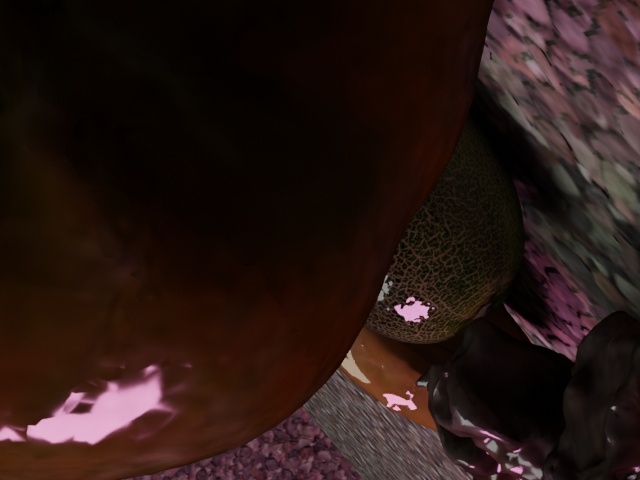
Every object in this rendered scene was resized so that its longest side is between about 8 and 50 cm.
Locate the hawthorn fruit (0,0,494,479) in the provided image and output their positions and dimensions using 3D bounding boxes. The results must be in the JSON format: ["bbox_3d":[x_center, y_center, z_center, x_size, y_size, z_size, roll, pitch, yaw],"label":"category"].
[{"bbox_3d":[-0.078,-0.074,0.457,0.268,0.268,0.301,50,-179,-5],"label":"hawthorn fruit"}]

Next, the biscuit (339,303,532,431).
[{"bbox_3d":[0.001,-0.001,0.757,0.288,0.044,0.202,35,-162,-20],"label":"biscuit"}]

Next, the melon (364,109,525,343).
[{"bbox_3d":[0.019,-0.031,0.650,0.162,0.099,0.099,53,172,8],"label":"melon"}]

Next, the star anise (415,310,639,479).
[{"bbox_3d":[0.134,0.113,0.623,0.220,0.099,0.214,41,161,-26],"label":"star anise"}]
